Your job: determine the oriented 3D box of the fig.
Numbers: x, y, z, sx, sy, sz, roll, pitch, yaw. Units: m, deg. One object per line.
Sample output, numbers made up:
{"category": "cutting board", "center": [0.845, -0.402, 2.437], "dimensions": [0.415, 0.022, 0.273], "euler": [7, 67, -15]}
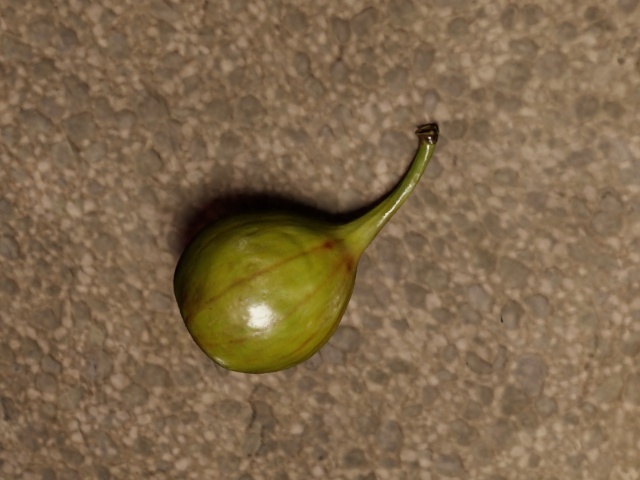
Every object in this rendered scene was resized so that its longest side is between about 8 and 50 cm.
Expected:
{"category": "fig", "center": [0.000, 0.000, 1.283], "dimensions": [0.236, 0.124, 0.124], "euler": [-39, 96, 2]}
